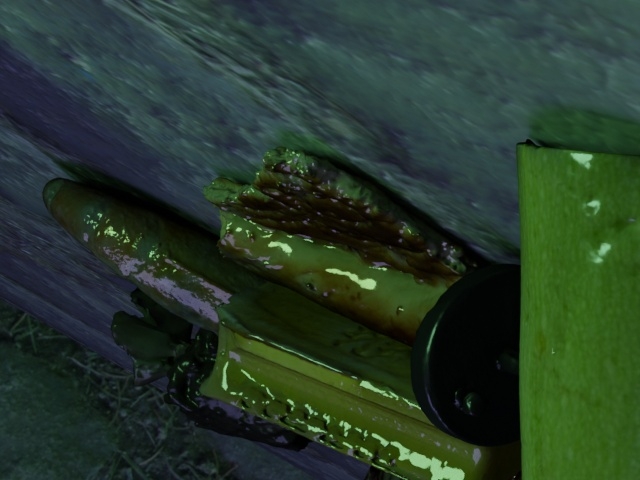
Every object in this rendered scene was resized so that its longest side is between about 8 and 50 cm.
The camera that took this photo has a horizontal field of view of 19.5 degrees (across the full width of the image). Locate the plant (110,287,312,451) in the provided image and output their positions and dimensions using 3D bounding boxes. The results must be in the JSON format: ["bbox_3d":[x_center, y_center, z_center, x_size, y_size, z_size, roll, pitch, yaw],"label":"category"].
[{"bbox_3d":[-0.086,0.108,1.700,0.203,0.131,0.142,15,168,12],"label":"plant"}]

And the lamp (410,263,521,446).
[{"bbox_3d":[0.218,0.060,0.989,0.371,0.108,0.130,-7,135,46],"label":"lamp"}]

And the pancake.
[{"bbox_3d":[0.000,0.000,1.179,0.266,0.057,0.244,21,168,27],"label":"pancake"}]

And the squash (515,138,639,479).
[{"bbox_3d":[0.153,0.098,0.844,0.137,0.287,0.137,0,-175,0],"label":"squash"}]

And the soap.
[{"bbox_3d":[0.046,0.090,1.289,0.233,0.076,0.135,19,-151,30],"label":"soap"}]

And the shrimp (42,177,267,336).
[{"bbox_3d":[-0.096,0.034,1.567,0.317,0.077,0.168,31,180,3],"label":"shrimp"}]

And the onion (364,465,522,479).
[{"bbox_3d":[0.166,0.290,1.641,0.337,0.260,0.282,19,161,41],"label":"onion"}]
